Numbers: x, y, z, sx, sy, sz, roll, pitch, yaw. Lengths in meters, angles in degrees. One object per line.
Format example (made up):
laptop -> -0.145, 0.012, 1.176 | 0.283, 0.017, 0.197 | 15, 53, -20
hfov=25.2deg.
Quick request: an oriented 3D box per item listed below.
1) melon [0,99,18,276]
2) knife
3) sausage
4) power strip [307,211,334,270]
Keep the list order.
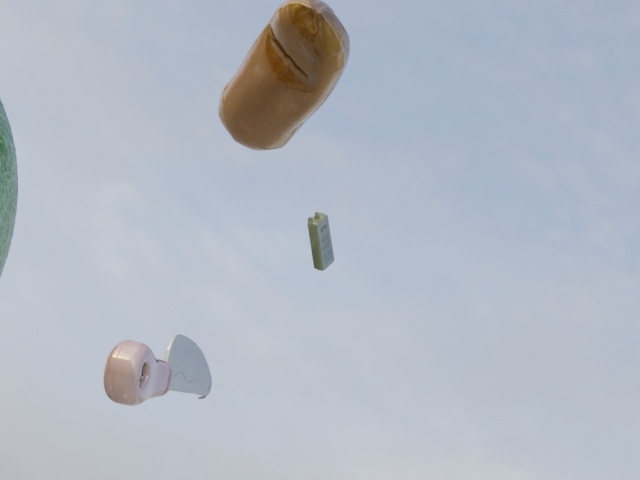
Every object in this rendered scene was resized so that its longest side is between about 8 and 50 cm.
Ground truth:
melon -> -0.477, -0.102, 1.734 | 0.226, 0.344, 0.331 | 11, -6, 23
knife -> -0.179, 0.148, 1.668 | 0.043, 0.081, 0.336 | 9, -3, 12
sausage -> -0.042, -0.240, 2.022 | 0.134, 0.116, 0.354 | 57, -30, 5
power strip -> 0.000, 0.000, 1.739 | 0.017, 0.027, 0.083 | 17, -47, 30
